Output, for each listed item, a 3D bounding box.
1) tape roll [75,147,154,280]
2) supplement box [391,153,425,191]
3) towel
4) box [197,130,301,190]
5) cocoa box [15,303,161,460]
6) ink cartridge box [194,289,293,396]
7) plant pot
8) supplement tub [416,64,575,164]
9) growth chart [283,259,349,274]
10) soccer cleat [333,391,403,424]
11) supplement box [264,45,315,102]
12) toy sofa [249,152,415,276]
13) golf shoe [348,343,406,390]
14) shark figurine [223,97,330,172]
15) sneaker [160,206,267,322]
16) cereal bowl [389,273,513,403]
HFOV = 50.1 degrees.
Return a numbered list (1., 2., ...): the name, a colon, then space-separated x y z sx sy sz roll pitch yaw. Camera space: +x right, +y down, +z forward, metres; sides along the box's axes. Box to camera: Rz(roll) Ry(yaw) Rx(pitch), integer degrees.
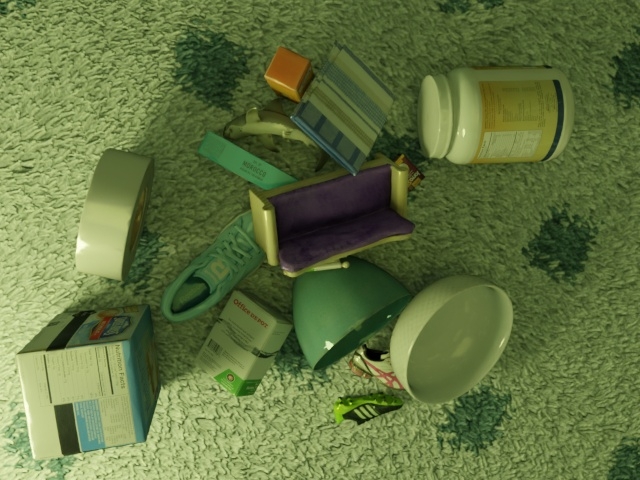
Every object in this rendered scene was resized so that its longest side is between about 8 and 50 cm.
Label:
1. tape roll: -0.448 -0.058 1.509 0.100 0.286 0.286 13 95 -8
2. supplement box: 0.209 -0.168 1.701 0.083 0.043 0.055 43 89 -11
3. towel: 0.059 -0.310 1.582 0.209 0.034 0.285 40 55 -20
4. box: -0.168 -0.175 1.622 0.244 0.100 0.060 29 94 -10
5. cocoa box: -0.491 0.294 1.515 0.228 0.347 0.231 -7 98 -7
6. ink cartridge box: -0.183 0.244 1.641 0.153 0.087 0.208 34 97 29
7. plant pot: 0.044 0.143 1.624 0.290 0.290 0.195 -37 74 -2
8. supplement tub: 0.404 -0.295 1.616 0.317 0.228 0.228 -2 98 -7
9. growth chart: 0.000 0.000 1.616 0.172 0.237 0.021 -3 125 1
10. soccer cleat: 0.123 0.436 1.765 0.179 0.060 0.072 -4 107 -1
11. supplement box: -0.064 -0.363 1.540 0.078 0.233 0.080 25 91 1
12. toy sofa: 0.035 -0.065 1.560 0.363 0.177 0.150 -17 126 -21
13. golf shoe: 0.169 0.323 1.735 0.186 0.067 0.086 21 122 -11
14. shark figurine: -0.080 -0.275 1.606 0.279 0.166 0.116 15 61 -5
15. sneaker: -0.229 0.067 1.620 0.135 0.150 0.366 43 90 -11
16. cereal bowl: 0.302 0.225 1.684 0.339 0.141 0.338 -17 123 -27
